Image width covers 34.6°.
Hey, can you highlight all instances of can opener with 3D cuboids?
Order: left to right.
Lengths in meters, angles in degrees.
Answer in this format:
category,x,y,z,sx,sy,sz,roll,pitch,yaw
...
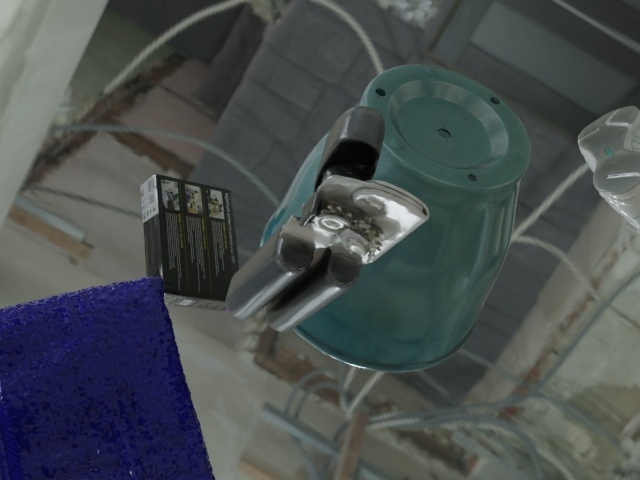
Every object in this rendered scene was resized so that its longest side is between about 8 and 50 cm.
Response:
category,x,y,z,sx,sy,sz,roll,pitch,yaw
can opener,0.000,0.000,0.772,0.074,0.280,0.093,20,-118,-13

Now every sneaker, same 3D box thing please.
category,x,y,z,sx,sy,sz,roll,pitch,yaw
sneaker,0.242,-0.056,0.820,0.061,0.053,0.152,54,-153,-23

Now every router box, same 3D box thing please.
category,x,y,z,sx,sy,sz,roll,pitch,yaw
router box,-0.182,0.005,1.451,0.133,0.046,0.179,11,-118,-39

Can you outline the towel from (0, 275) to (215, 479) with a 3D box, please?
category,x,y,z,sx,sy,sz,roll,pitch,yaw
towel,-0.249,0.159,0.836,0.308,0.076,0.228,-13,-107,-20

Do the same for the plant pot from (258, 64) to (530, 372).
category,x,y,z,sx,sy,sz,roll,pitch,yaw
plant pot,0.092,-0.039,1.116,0.271,0.255,0.272,10,-132,-12
